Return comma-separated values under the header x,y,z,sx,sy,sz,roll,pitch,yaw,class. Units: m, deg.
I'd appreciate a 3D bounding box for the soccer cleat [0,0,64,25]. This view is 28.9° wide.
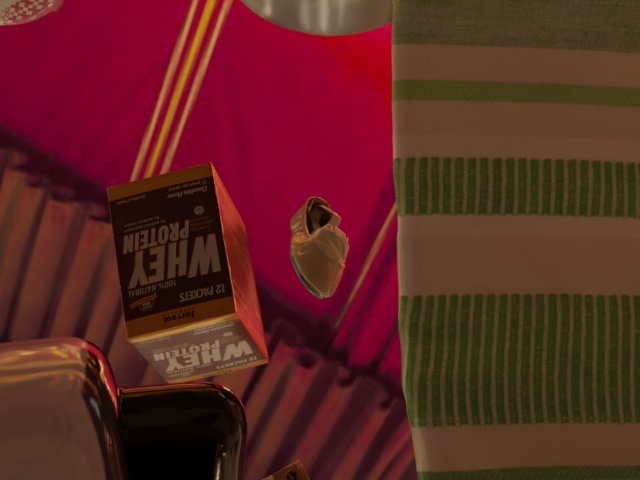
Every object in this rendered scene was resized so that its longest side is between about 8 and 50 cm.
x,y,z,sx,sy,sz,roll,pitch,yaw,class
-0.471,-0.348,1.685,0.143,0.331,0.116,15,-115,-58,soccer cleat

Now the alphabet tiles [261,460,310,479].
x,y,z,sx,sy,sz,roll,pitch,yaw,class
-0.069,0.286,1.088,0.237,0.009,0.198,-19,-103,-49,alphabet tiles

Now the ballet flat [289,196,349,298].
x,y,z,sx,sy,sz,roll,pitch,yaw,class
0.000,0.000,1.797,0.086,0.086,0.248,14,-160,-13,ballet flat

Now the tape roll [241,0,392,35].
x,y,z,sx,sy,sz,roll,pitch,yaw,class
0.009,-0.292,1.090,0.219,0.072,0.219,1,-111,-3,tape roll

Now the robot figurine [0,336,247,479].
x,y,z,sx,sy,sz,roll,pitch,yaw,class
-0.161,0.130,0.477,0.278,0.209,0.173,-5,-90,-13,robot figurine

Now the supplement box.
x,y,z,sx,sy,sz,roll,pitch,yaw,class
-0.156,0.045,1.486,0.129,0.191,0.194,-13,-114,4,supplement box

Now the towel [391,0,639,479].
x,y,z,sx,sy,sz,roll,pitch,yaw,class
0.166,-0.006,0.756,0.248,0.038,0.324,0,-93,-10,towel
